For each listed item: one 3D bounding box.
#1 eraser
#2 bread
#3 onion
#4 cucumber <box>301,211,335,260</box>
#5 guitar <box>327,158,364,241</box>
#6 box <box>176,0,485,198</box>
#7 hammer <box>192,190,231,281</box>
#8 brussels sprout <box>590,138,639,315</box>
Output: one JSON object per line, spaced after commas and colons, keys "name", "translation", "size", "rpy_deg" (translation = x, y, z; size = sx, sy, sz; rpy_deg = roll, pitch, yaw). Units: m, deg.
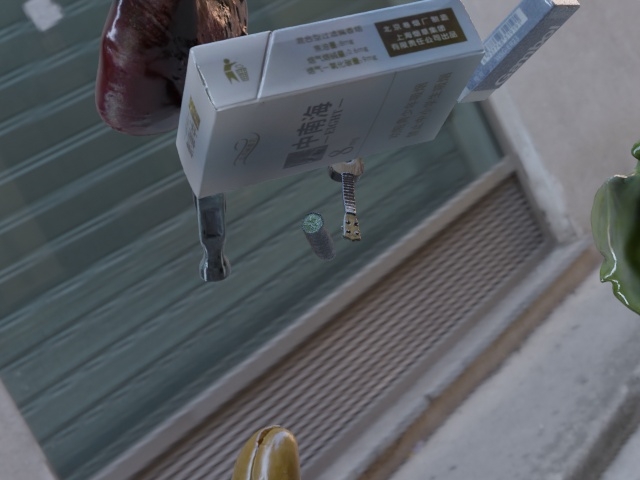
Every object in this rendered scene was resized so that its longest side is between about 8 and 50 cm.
{"name": "eraser", "translation": [0.285, -0.293, 1.551], "size": [0.092, 0.046, 0.212], "rpy_deg": [-15, -24, -51]}
{"name": "bread", "translation": [-0.082, 0.358, 1.488], "size": [0.077, 0.189, 0.114], "rpy_deg": [17, -20, -42]}
{"name": "onion", "translation": [-0.173, -0.245, 1.341], "size": [0.272, 0.195, 0.272], "rpy_deg": [-62, -6, -12]}
{"name": "cucumber", "translation": [0.000, 0.000, 1.423], "size": [0.032, 0.032, 0.133], "rpy_deg": [-27, -23, -1]}
{"name": "guitar", "translation": [0.049, -0.100, 1.877], "size": [0.084, 0.271, 0.038], "rpy_deg": [6, -36, -11]}
{"name": "box", "translation": [0.003, -0.123, 0.893], "size": [0.243, 0.067, 0.155], "rpy_deg": [-15, -22, -20]}
{"name": "hammer", "translation": [-0.134, -0.067, 1.243], "size": [0.041, 0.158, 0.226], "rpy_deg": [-3, 24, -5]}
{"name": "brussels sprout", "translation": [0.593, -0.006, 1.267], "size": [0.361, 0.342, 0.425], "rpy_deg": [5, 20, -42]}
